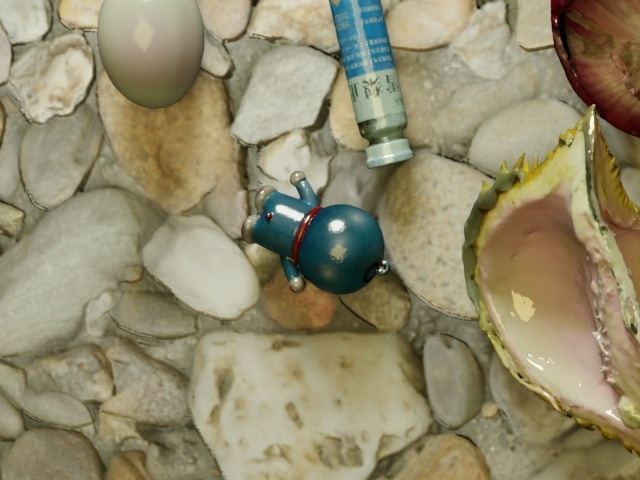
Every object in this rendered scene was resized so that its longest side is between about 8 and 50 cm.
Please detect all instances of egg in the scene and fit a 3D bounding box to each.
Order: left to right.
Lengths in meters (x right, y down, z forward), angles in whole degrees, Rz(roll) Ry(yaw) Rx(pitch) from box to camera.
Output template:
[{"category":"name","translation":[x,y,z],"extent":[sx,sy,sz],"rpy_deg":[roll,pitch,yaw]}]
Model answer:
[{"category":"egg","translation":[-0.165,-0.196,1.012],"extent":[0.103,0.103,0.135],"rpy_deg":[1,99,10]}]

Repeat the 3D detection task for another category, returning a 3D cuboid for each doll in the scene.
[{"category":"doll","translation":[0.000,0.000,1.016],"extent":[0.152,0.085,0.114],"rpy_deg":[21,88,18]}]

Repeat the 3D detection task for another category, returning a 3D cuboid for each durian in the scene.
[{"category":"durian","translation":[0.222,0.044,0.949],"extent":[0.195,0.185,0.305],"rpy_deg":[-18,100,38]}]

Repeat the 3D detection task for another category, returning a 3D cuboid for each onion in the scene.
[{"category":"onion","translation":[0.318,-0.188,0.880],"extent":[0.248,0.248,0.161],"rpy_deg":[41,72,4]}]

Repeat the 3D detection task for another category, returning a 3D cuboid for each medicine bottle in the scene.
[{"category":"medicine bottle","translation":[0.047,-0.167,1.003],"extent":[0.051,0.051,0.191],"rpy_deg":[-12,93,11]}]
